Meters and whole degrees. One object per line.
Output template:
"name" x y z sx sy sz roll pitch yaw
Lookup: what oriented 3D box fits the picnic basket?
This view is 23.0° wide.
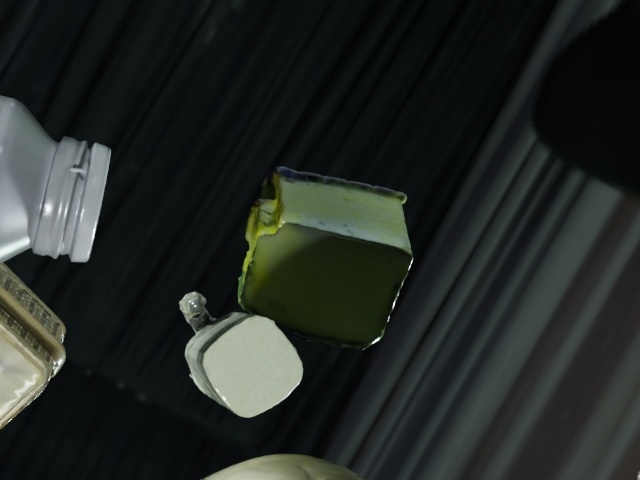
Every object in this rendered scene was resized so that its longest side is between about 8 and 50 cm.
"picnic basket" -0.447 0.136 1.687 0.228 0.313 0.175 46 -170 -14

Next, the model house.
"model house" 0.000 0.000 1.977 0.194 0.170 0.211 10 -145 -8

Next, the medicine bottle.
"medicine bottle" -0.273 -0.048 1.190 0.215 0.135 0.135 12 178 -9

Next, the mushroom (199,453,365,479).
"mushroom" -0.026 0.327 1.272 0.353 0.325 0.353 6 155 3

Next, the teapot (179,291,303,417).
"teapot" -0.082 0.093 1.367 0.107 0.077 0.200 53 171 -5

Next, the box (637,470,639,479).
"box" 0.248 0.279 0.777 0.180 0.324 0.047 -1 171 13
